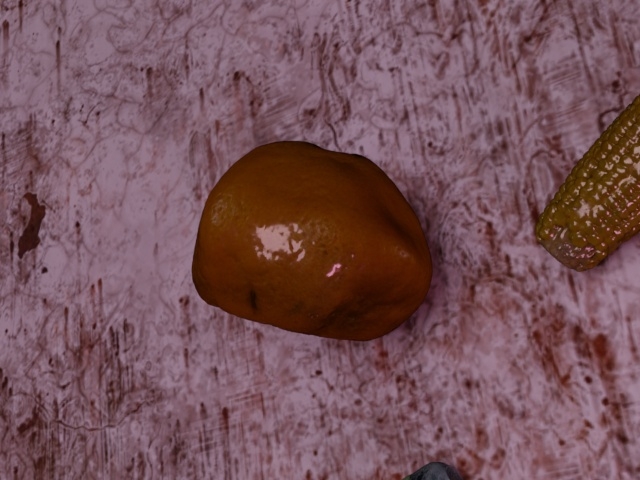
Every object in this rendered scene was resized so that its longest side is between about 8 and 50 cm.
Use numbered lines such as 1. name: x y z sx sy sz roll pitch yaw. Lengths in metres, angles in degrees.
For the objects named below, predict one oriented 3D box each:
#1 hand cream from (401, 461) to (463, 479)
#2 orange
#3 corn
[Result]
1. hand cream: 0.072 0.286 0.903 0.175 0.046 0.095 -44 58 22
2. orange: 0.000 0.000 0.920 0.249 0.249 0.183 13 89 35
3. corn: 0.302 -0.081 0.833 0.262 0.097 0.097 -49 56 12
